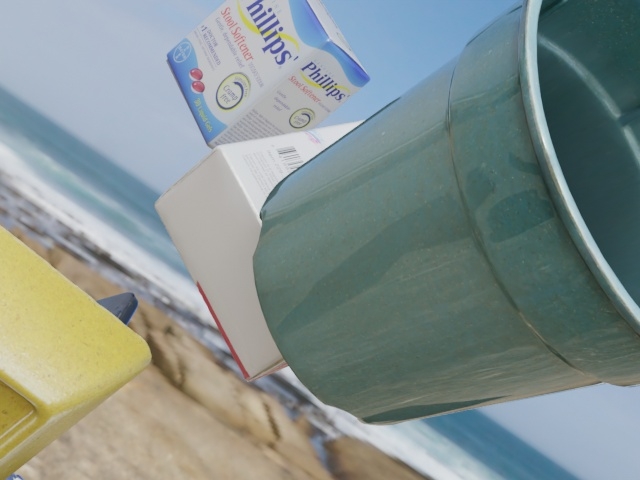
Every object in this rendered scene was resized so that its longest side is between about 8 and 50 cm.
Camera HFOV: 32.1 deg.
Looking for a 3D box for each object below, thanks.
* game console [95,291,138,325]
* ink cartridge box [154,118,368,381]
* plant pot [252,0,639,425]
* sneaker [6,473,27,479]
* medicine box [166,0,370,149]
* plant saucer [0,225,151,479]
[{"bbox_3d":[-0.434,0.126,1.547,0.173,0.250,0.293,64,24,-25],"label":"game console"},{"bbox_3d":[0.000,0.000,1.239,0.306,0.131,0.226,-15,72,-53],"label":"ink cartridge box"},{"bbox_3d":[0.142,-0.005,0.927,0.334,0.341,0.341,-25,-48,39],"label":"plant pot"},{"bbox_3d":[-0.374,0.347,1.429,0.112,0.131,0.296,15,-45,63],"label":"sneaker"},{"bbox_3d":[-0.099,-0.316,2.019,0.149,0.289,0.263,33,23,-49],"label":"medicine box"},{"bbox_3d":[-0.360,0.104,0.852,0.333,0.333,0.081,43,21,-24],"label":"plant saucer"}]
